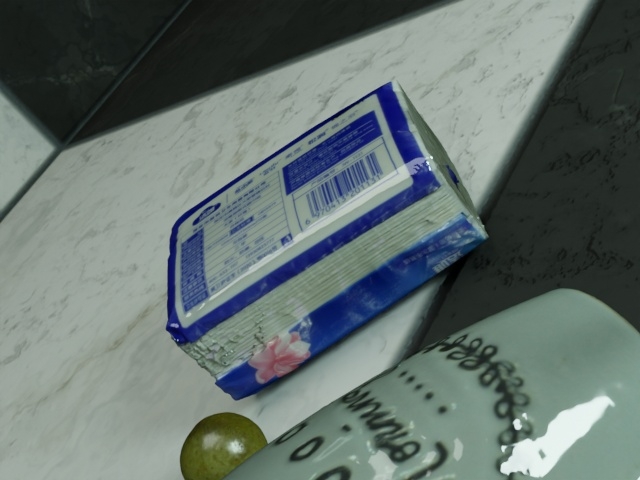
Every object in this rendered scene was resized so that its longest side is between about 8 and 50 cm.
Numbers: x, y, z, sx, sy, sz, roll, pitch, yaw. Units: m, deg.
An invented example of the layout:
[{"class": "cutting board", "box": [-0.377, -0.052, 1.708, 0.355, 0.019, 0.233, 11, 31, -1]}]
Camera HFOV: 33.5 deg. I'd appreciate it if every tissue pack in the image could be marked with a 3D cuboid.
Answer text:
[{"class": "tissue pack", "box": [0.000, 0.000, 0.957, 0.270, 0.137, 0.209, -33, 26, 10]}]

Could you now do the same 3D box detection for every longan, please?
[{"class": "longan", "box": [-0.075, 0.180, 0.857, 0.075, 0.075, 0.083, -29, 69, 26]}]

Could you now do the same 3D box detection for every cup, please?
[{"class": "cup", "box": [0.090, 0.155, 0.518, 0.234, 0.186, 0.258, -35, 26, -6]}]
